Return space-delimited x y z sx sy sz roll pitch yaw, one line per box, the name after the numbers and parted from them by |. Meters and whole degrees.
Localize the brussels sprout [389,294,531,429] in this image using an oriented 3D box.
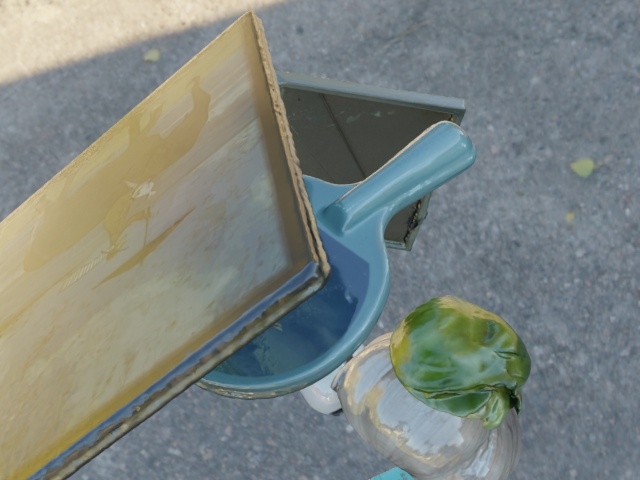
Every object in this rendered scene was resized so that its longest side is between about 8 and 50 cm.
0.139 0.113 0.869 0.139 0.100 0.181 10 39 -11 | brussels sprout

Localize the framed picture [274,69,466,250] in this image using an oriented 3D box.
0.035 -0.080 0.993 0.209 0.281 0.019 10 56 -3 | framed picture

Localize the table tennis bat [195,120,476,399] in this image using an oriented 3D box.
0.000 0.000 0.536 0.237 0.038 0.149 -35 58 -11 | table tennis bat

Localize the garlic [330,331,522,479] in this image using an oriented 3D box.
0.182 0.274 1.373 0.322 0.322 0.241 39 121 37 | garlic

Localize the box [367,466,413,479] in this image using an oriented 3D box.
0.134 0.596 1.852 0.229 0.041 0.162 -22 59 -13 | box

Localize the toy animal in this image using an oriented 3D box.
0.001 0.270 1.948 0.267 0.212 0.212 25 70 24 | toy animal

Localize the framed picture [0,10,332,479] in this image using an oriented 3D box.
-0.122 0.001 0.493 0.265 0.016 0.347 -36 30 14 | framed picture
